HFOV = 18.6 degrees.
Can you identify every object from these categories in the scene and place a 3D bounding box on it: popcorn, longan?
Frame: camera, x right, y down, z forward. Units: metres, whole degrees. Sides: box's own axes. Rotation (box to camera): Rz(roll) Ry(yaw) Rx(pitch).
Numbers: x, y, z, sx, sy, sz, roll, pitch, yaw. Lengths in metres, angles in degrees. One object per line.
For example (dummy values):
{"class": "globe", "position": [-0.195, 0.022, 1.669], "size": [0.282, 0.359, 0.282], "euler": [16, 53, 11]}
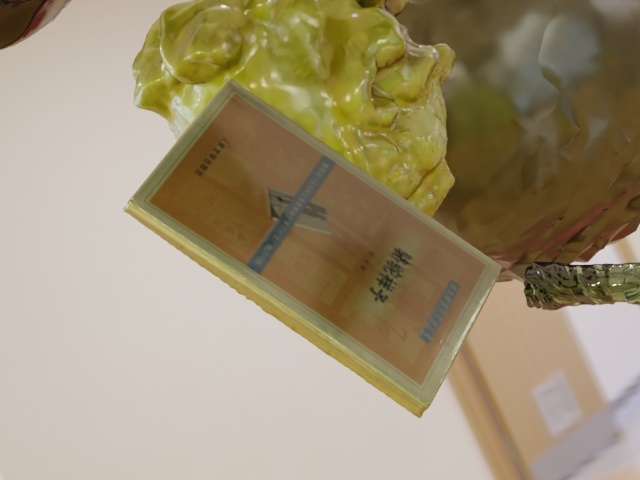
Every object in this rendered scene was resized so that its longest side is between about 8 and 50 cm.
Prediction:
{"class": "popcorn", "position": [-0.005, -0.094, 1.548], "size": [0.241, 0.250, 0.235], "euler": [-21, -2, 8]}
{"class": "longan", "position": [0.177, -0.132, 1.961], "size": [0.391, 0.391, 0.391], "euler": [-25, -1, 0]}

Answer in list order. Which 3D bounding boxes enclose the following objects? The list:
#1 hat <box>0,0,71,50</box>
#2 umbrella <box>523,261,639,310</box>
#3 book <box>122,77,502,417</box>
{"class": "hat", "position": [-0.315, -0.256, 1.914], "size": [0.336, 0.238, 0.209], "euler": [2, -48, -19]}
{"class": "umbrella", "position": [0.264, 0.040, 1.645], "size": [0.188, 0.050, 0.046], "euler": [-2, -3, 18]}
{"class": "book", "position": [0.000, -0.001, 1.347], "size": [0.018, 0.241, 0.170], "euler": [-55, 1, 42]}
